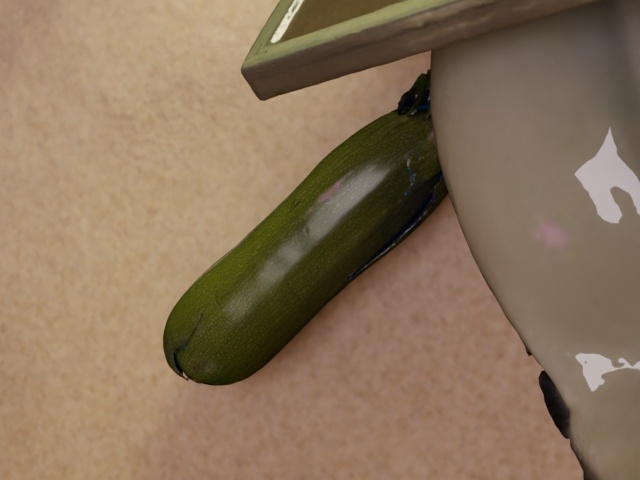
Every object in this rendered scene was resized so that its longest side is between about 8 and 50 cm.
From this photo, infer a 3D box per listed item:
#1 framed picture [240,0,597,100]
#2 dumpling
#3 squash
[{"bbox_3d":[0.131,-0.163,0.625,0.324,0.240,0.020,-14,128,43],"label":"framed picture"},{"bbox_3d":[0.153,-0.048,0.657,0.227,0.175,0.243,-26,79,32],"label":"dumpling"},{"bbox_3d":[0.000,0.000,0.811,0.183,0.052,0.052,-41,73,17],"label":"squash"}]
